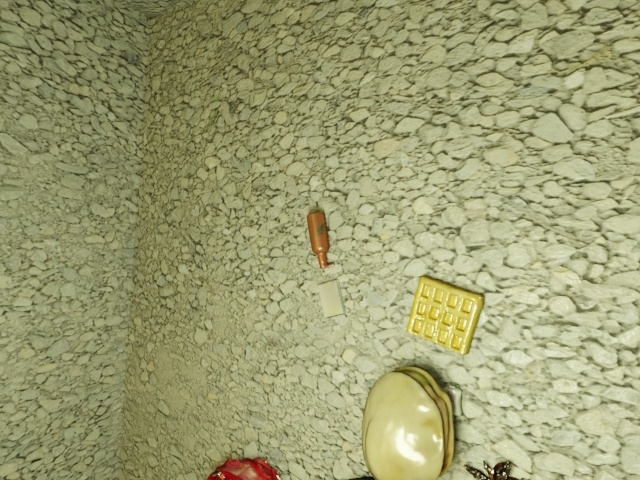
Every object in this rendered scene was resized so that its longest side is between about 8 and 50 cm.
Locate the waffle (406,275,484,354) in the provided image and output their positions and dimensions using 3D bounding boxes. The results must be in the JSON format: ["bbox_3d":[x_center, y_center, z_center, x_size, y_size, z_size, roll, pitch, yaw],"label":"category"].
[{"bbox_3d":[0.443,0.266,1.668,0.248,0.055,0.221,18,98,36],"label":"waffle"}]

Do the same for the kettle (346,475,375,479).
[{"bbox_3d":[0.163,1.027,1.764,0.202,0.144,0.232,7,84,-3],"label":"kettle"}]

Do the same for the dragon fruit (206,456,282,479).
[{"bbox_3d":[-0.318,1.127,2.062,0.386,0.249,0.371,-24,89,36],"label":"dragon fruit"}]

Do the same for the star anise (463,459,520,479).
[{"bbox_3d":[0.599,0.797,1.528,0.157,0.053,0.212,-53,58,22],"label":"star anise"}]

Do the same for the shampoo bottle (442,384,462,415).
[{"bbox_3d":[0.467,0.565,1.642,0.072,0.043,0.099,0,86,38],"label":"shampoo bottle"}]

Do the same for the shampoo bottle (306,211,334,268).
[{"bbox_3d":[-0.002,0.000,1.992,0.085,0.085,0.244,-17,79,34],"label":"shampoo bottle"}]

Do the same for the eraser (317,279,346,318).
[{"bbox_3d":[0.047,0.251,1.976,0.104,0.023,0.150,-20,76,33],"label":"eraser"}]

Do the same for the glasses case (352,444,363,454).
[{"bbox_3d":[0.163,0.843,1.859,0.083,0.021,0.032,-27,70,32],"label":"glasses case"}]

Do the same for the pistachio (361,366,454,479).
[{"bbox_3d":[0.294,0.665,1.611,0.365,0.281,0.445,30,110,45],"label":"pistachio"}]
